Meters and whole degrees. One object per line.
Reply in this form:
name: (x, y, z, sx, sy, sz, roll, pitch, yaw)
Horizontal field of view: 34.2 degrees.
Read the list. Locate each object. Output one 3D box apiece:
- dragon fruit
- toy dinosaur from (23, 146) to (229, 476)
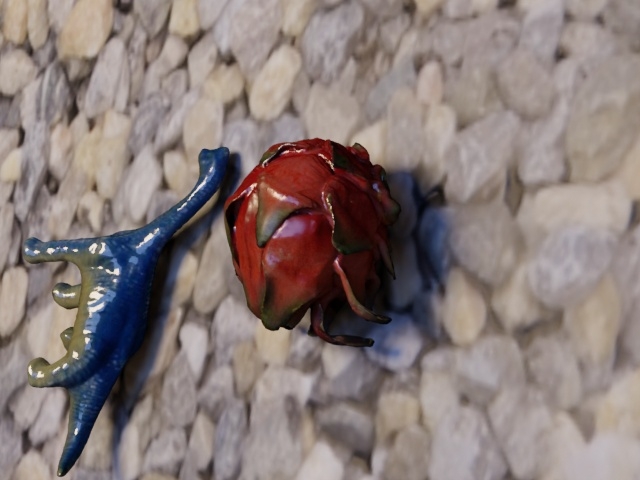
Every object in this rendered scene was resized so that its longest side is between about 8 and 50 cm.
dragon fruit: (-0.007, -0.002, 0.713, 0.121, 0.130, 0.142, 6, 84, 3)
toy dinosaur: (-0.147, 0.058, 0.829, 0.188, 0.075, 0.248, -12, 69, 26)
